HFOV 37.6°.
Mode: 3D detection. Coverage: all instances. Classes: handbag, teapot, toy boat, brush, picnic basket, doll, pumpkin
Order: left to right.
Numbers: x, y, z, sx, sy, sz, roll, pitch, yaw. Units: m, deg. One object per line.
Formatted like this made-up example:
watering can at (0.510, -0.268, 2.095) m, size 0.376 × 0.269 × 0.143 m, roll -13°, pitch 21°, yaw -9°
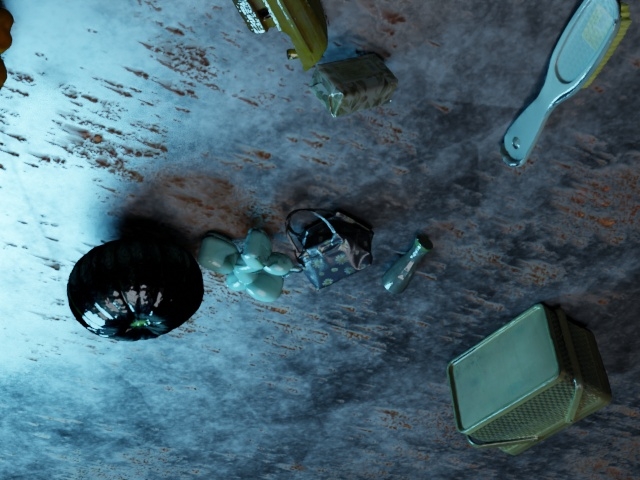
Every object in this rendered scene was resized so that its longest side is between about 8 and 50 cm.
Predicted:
pumpkin at (-0.273, 0.069, 1.390) m, size 0.202 × 0.140 × 0.202 m, roll -11°, pitch 154°, yaw -5°
doll at (-0.107, 0.042, 1.429) m, size 0.159 × 0.059 × 0.158 m, roll -13°, pitch 144°, yaw 40°
toy boat at (-0.057, -0.282, 1.068) m, size 0.088 × 0.068 × 0.226 m, roll -13°, pitch 143°, yaw 15°
handbag at (0.000, 0.000, 1.397) m, size 0.115 × 0.072 × 0.139 m, roll -26°, pitch 132°, yaw 29°
teapot at (0.139, 0.036, 1.479) m, size 0.043 × 0.043 × 0.111 m, roll 14°, pitch 133°, yaw -22°
picnic basket at (0.362, 0.251, 1.661) m, size 0.139 × 0.165 × 0.266 m, roll 27°, pitch 129°, yaw -30°
brush at (0.320, -0.204, 1.216) m, size 0.060 × 0.068 × 0.297 m, roll -11°, pitch 149°, yaw -28°

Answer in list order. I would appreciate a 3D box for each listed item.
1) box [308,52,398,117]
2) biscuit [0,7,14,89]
box at (0.041, -0.193, 1.157) m, size 0.098 × 0.062 × 0.045 m, roll -18°, pitch 148°, yaw -32°
biscuit at (-0.534, -0.190, 1.080) m, size 0.318 × 0.110 × 0.312 m, roll 15°, pitch 137°, yaw -23°
